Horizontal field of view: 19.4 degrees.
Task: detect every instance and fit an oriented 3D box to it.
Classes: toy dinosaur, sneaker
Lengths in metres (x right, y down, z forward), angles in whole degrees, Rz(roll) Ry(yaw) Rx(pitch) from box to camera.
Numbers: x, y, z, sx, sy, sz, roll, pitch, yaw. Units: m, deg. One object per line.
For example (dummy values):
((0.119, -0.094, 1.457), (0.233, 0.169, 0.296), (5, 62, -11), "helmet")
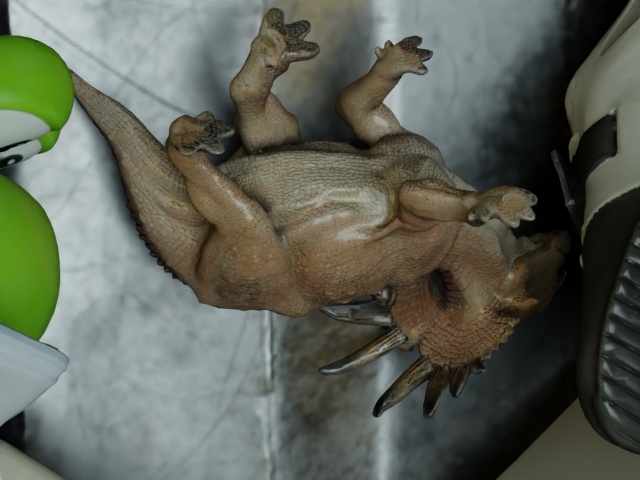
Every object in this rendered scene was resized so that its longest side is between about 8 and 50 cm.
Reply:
((0.000, 0.000, 0.989), (0.295, 0.127, 0.200), (9, 136, -3), "toy dinosaur")
((0.187, -0.033, 0.998), (0.122, 0.146, 0.330), (34, 64, -25), "sneaker")

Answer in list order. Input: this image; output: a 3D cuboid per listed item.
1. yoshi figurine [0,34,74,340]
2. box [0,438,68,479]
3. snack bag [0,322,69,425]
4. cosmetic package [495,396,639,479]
((-0.272, 0.014, 0.858), (0.362, 0.203, 0.203), (-18, 117, -18), "yoshi figurine")
((-0.078, 0.228, 0.949), (0.311, 0.148, 0.121), (34, 76, -13), "box")
((-0.317, 0.090, 0.782), (0.342, 0.037, 0.323), (-39, 131, 23), "snack bag")
((0.334, 0.230, 0.989), (0.327, 0.329, 0.394), (-41, 107, -23), "cosmetic package")
